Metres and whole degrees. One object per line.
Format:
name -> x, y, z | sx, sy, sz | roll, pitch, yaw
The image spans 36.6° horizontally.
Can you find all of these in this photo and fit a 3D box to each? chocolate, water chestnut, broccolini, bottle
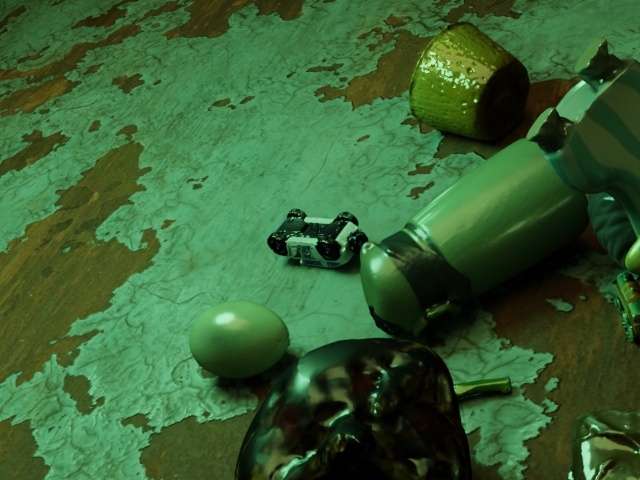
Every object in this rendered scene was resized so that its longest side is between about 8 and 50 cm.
chocolate -> 0.371, 0.242, 1.044 | 0.214, 0.093, 0.148 | -10, 35, 16
water chestnut -> 0.035, 0.241, 1.089 | 0.289, 0.244, 0.289 | -14, 33, 9
broccolini -> 0.132, 0.214, 1.256 | 0.239, 0.051, 0.054 | -13, 60, 0
bottle -> 0.207, 0.004, 1.392 | 0.347, 0.168, 0.168 | -33, 36, -9

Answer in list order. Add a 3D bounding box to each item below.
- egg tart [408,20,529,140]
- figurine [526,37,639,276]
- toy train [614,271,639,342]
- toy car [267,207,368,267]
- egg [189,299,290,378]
egg tart -> 0.270, -0.273, 1.704 | 0.202, 0.203, 0.147 | -38, 47, -22
figurine -> 0.417, -0.098, 1.316 | 0.266, 0.361, 0.377 | -54, 8, 1
toy train -> 0.409, 0.085, 1.258 | 0.044, 0.064, 0.103 | -16, 35, 10
toy car -> 0.000, 0.000, 1.577 | 0.170, 0.070, 0.080 | 5, 43, 35
egg -> -0.118, 0.144, 1.409 | 0.152, 0.114, 0.114 | -3, 38, 16
